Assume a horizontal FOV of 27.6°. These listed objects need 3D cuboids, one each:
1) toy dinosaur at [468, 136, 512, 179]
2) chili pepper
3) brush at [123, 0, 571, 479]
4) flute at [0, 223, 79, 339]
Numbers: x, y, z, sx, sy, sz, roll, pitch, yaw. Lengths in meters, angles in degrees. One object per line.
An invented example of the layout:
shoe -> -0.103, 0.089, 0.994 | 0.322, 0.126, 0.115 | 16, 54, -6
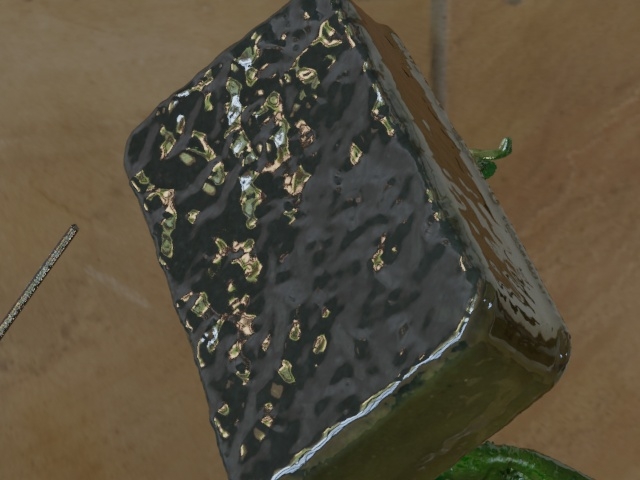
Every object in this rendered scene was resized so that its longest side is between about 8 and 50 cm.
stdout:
toy dinosaur -> 0.143, -0.065, 1.300 | 0.060, 0.029, 0.119 | 9, 141, -25
chili pepper -> 0.129, 0.177, 0.883 | 0.224, 0.098, 0.061 | 25, 48, 0
brush -> 0.000, 0.000, 0.491 | 0.123, 0.197, 0.059 | -39, 139, 17
flute -> -0.350, 0.069, 1.540 | 0.014, 0.014, 0.269 | 27, 126, -21
